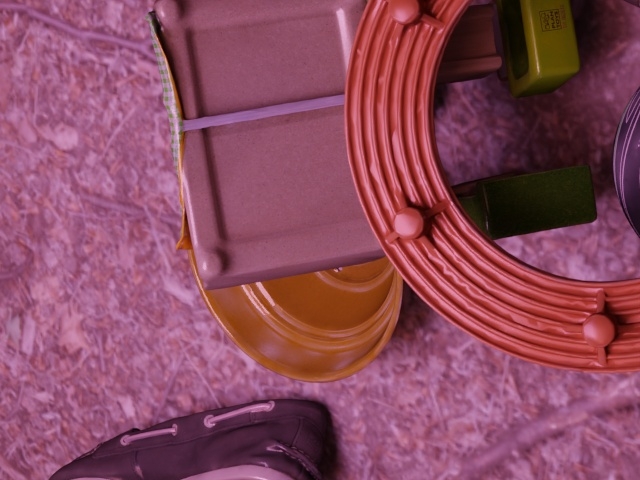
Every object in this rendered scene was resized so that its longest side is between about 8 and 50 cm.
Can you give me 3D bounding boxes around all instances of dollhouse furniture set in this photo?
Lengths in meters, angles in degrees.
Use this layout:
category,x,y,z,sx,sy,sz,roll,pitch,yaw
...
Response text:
category,x,y,z,sx,sy,sz,roll,pitch,yaw
dollhouse furniture set,0.022,-0.083,1.200,0.151,0.302,0.197,176,85,-73

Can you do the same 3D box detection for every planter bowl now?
category,x,y,z,sx,sy,sz,roll,pitch,yaw
planter bowl,0.000,0.000,1.382,0.217,0.090,0.217,15,115,33

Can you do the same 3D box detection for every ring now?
category,x,y,z,sx,sy,sz,roll,pitch,yaw
ring,0.174,-0.082,1.055,0.337,0.032,0.336,1,94,18

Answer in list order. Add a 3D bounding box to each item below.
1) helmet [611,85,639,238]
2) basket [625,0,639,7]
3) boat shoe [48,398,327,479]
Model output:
category,x,y,z,sx,sy,sz,roll,pitch,yaw
helmet,0.277,-0.058,1.122,0.169,0.169,0.161,-23,97,38
basket,0.158,-0.270,1.141,0.227,0.204,0.154,37,162,14
boat shoe,-0.121,0.211,1.551,0.335,0.095,0.112,-13,132,41
